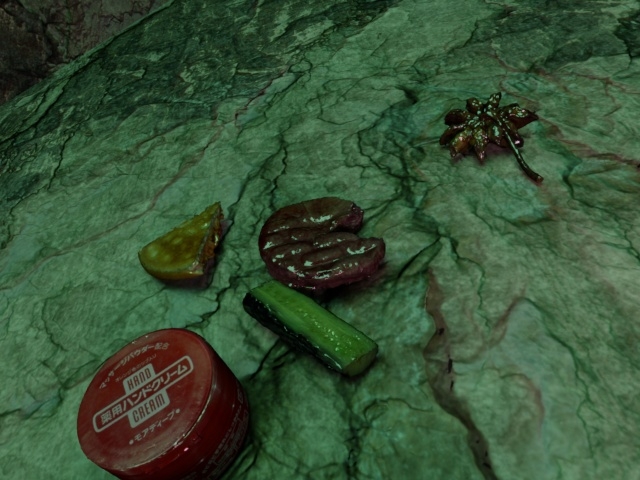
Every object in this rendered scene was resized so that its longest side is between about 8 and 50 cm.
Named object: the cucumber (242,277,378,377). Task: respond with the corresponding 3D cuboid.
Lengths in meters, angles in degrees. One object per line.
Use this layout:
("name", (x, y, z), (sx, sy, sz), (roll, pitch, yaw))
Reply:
("cucumber", (-0.020, 0.134, 0.711), (0.211, 0.062, 0.078), (31, 41, 34))

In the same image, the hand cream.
("hand cream", (-0.198, 0.224, 0.637), (0.193, 0.125, 0.193), (-11, 43, 10))

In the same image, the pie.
("pie", (0.000, 0.000, 0.805), (0.205, 0.054, 0.218), (-5, 37, -1))

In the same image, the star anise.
("star anise", (0.333, -0.205, 0.901), (0.234, 0.073, 0.177), (28, 70, 31))

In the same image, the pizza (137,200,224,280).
("pizza", (-0.237, 0.007, 0.917), (0.201, 0.053, 0.193), (17, 56, 47))
